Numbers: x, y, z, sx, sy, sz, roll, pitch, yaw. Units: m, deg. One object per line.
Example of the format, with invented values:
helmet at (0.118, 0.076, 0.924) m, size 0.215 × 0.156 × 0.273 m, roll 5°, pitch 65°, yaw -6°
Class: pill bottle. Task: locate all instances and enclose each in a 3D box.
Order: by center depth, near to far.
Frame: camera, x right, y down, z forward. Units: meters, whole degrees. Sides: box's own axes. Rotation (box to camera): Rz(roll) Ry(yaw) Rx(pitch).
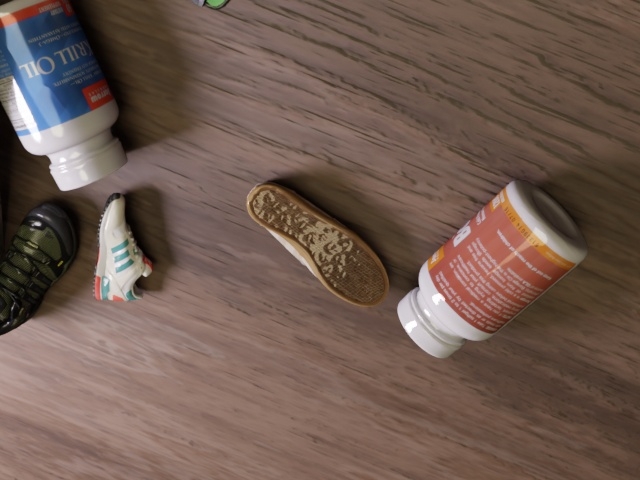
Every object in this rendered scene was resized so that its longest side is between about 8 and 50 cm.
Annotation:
pill bottle at (0.195, 0.040, 1.022) m, size 0.121 × 0.121 × 0.216 m, roll 41°, pitch 116°, yaw -7°
pill bottle at (-0.317, -0.178, 1.037) m, size 0.124 × 0.124 × 0.221 m, roll -15°, pitch 111°, yaw 19°

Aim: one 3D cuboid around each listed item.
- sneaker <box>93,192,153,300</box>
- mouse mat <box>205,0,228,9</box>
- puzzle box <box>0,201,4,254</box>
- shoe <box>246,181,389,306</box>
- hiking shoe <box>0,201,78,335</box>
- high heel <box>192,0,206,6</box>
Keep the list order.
sneaker at (-0.258, 0.012, 1.158) m, size 0.075 × 0.057 × 0.161 m, roll 8°, pitch 116°, yaw -10°
mouse mat at (-0.110, -0.372, 0.966) m, size 0.190 × 0.007 × 0.152 m, roll -39°, pitch 101°, yaw 26°
puzzle box at (-0.534, -0.132, 1.050) m, size 0.272 × 0.052 × 0.409 m, roll 16°, pitch 139°, yaw -2°
shoe at (0.000, 0.000, 1.091) m, size 0.219 × 0.058 × 0.076 m, roll 41°, pitch 96°, yaw -12°
hiking shoe at (-0.402, 0.053, 1.168) m, size 0.086 × 0.114 × 0.226 m, roll 30°, pitch 118°, yaw -4°
high heel at (-0.165, -0.393, 0.909) m, size 0.186 × 0.093 × 0.261 m, roll 26°, pitch 127°, yaw -7°
